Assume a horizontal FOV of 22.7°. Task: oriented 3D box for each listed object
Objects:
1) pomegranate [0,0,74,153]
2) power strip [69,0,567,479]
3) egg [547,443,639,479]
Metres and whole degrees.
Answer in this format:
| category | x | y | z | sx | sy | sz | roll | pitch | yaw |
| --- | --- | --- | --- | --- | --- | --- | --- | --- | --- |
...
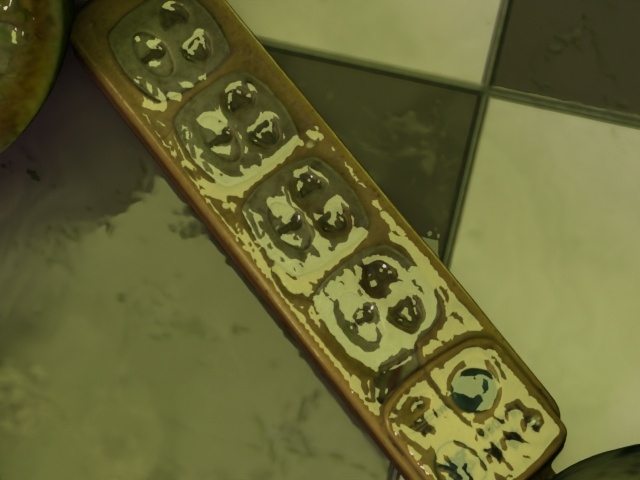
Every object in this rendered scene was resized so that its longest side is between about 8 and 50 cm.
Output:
| category | x | y | z | sx | sy | sz | roll | pitch | yaw |
| --- | --- | --- | --- | --- | --- | --- | --- | --- | --- |
| pomegranate | -0.166 | -0.144 | 0.605 | 0.241 | 0.190 | 0.159 | -42 | 34 | 26 |
| power strip | 0.000 | 0.000 | 0.635 | 0.064 | 0.044 | 0.305 | -37 | 76 | -7 |
| egg | 0.139 | 0.137 | 0.539 | 0.181 | 0.141 | 0.141 | 3 | 75 | 7 |
